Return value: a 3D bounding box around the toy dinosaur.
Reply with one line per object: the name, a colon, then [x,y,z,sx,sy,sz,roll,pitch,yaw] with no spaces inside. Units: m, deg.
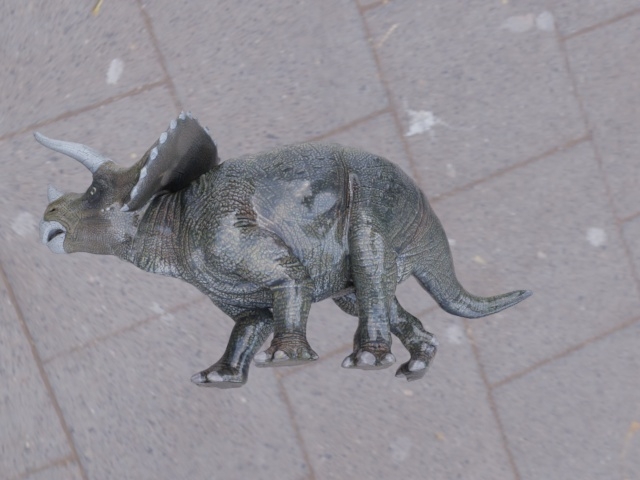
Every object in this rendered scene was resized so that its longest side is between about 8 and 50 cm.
toy dinosaur: [0.000,0.000,0.708,0.314,0.121,0.160,-1,75,-19]
